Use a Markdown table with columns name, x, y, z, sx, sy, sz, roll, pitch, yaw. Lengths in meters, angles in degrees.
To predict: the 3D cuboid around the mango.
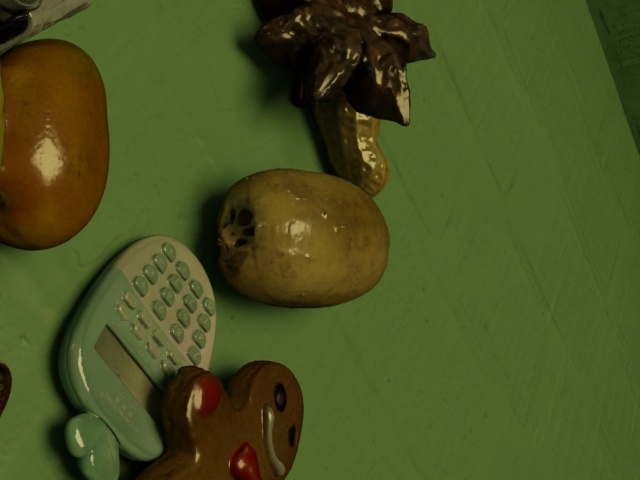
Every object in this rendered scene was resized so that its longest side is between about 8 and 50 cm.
| name | x | y | z | sx | sy | sz | roll | pitch | yaw |
| --- | --- | --- | --- | --- | --- | --- | --- | --- | --- |
| mango | -0.257 | -0.097 | 0.919 | 0.151 | 0.120 | 0.221 | 66 | 24 | -61 |

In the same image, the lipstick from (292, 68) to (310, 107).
| name | x | y | z | sx | sy | sz | roll | pitch | yaw |
| --- | --- | --- | --- | --- | --- | --- | --- | --- | --- |
| lipstick | -0.022 | -0.271 | 1.429 | 0.027 | 0.027 | 0.177 | 33 | 54 | -50 |

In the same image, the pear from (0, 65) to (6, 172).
| name | x | y | z | sx | sy | sz | roll | pitch | yaw |
| --- | --- | --- | --- | --- | --- | --- | --- | --- | --- |
| pear | -0.355 | -0.086 | 0.561 | 0.348 | 0.348 | 0.349 | 22 | 63 | -54 |

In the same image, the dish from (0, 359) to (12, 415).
| name | x | y | z | sx | sy | sz | roll | pitch | yaw |
| --- | --- | --- | --- | --- | --- | --- | --- | --- | --- |
| dish | -0.324 | 0.131 | 0.799 | 0.141 | 0.078 | 0.141 | -50 | 165 | -19 |

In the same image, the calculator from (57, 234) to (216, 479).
| name | x | y | z | sx | sy | sz | roll | pitch | yaw |
| --- | --- | --- | --- | --- | --- | --- | --- | --- | --- |
| calculator | -0.188 | 0.119 | 1.045 | 0.184 | 0.042 | 0.295 | 58 | 35 | -30 |

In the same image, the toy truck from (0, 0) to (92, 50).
| name | x | y | z | sx | sy | sz | roll | pitch | yaw |
| --- | --- | --- | --- | --- | --- | --- | --- | --- | --- |
| toy truck | -0.324 | -0.343 | 0.862 | 0.175 | 0.146 | 0.368 | -42 | 116 | -58 |

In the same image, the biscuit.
| name | x | y | z | sx | sy | sz | roll | pitch | yaw |
| --- | --- | --- | --- | --- | --- | --- | --- | --- | --- |
| biscuit | -0.112 | 0.273 | 1.051 | 0.432 | 0.064 | 0.283 | -44 | 130 | -53 |

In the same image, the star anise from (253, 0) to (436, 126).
| name | x | y | z | sx | sy | sz | roll | pitch | yaw |
| --- | --- | --- | --- | --- | --- | --- | --- | --- | --- |
| star anise | 0.041 | -0.272 | 1.366 | 0.315 | 0.108 | 0.315 | 18 | 43 | -17 |

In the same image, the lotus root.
| name | x | y | z | sx | sy | sz | roll | pitch | yaw |
| --- | --- | --- | --- | --- | --- | --- | --- | --- | --- |
| lotus root | 0.000 | 0.000 | 1.268 | 0.342 | 0.151 | 0.169 | 4 | 79 | -54 |

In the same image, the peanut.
| name | x | y | z | sx | sy | sz | roll | pitch | yaw |
| --- | --- | --- | --- | --- | --- | --- | --- | --- | --- |
| peanut | 0.046 | -0.154 | 1.442 | 0.093 | 0.083 | 0.194 | -25 | 102 | -17 |
